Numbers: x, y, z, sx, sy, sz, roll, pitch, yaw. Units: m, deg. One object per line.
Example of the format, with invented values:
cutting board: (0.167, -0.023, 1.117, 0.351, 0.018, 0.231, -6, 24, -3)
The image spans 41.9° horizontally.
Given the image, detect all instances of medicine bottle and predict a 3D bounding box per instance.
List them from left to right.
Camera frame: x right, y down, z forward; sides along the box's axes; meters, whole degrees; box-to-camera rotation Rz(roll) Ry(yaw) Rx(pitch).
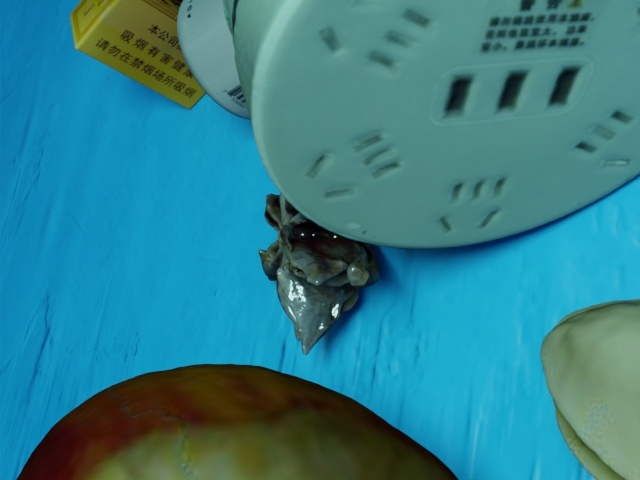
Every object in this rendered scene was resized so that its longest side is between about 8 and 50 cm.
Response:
medicine bottle: (0.005, -0.244, 0.826, 0.288, 0.157, 0.157, -24, 57, 34)

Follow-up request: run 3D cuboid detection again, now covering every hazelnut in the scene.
hazelnut: (-0.050, 0.254, 0.550, 0.366, 0.366, 0.366, -19, 60, 37)

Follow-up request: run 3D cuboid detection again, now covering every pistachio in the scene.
pistachio: (0.227, 0.107, 0.491, 0.152, 0.126, 0.223, -40, 33, -23)

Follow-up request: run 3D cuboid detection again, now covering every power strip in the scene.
power strip: (0.103, -0.143, 0.574, 0.357, 0.357, 0.161, -36, 50, 27)

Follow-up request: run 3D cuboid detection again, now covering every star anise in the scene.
star anise: (0.000, 0.000, 0.744, 0.231, 0.089, 0.209, -117, 26, -45)

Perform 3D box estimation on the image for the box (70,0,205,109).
box: (-0.139, -0.297, 0.973, 0.274, 0.174, 0.076, -40, 50, 24)
